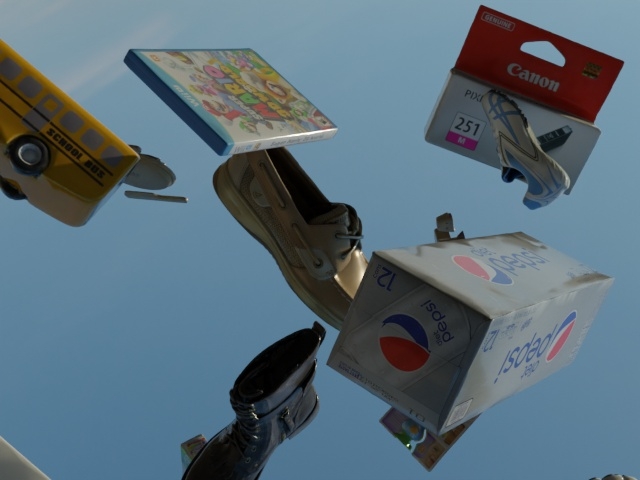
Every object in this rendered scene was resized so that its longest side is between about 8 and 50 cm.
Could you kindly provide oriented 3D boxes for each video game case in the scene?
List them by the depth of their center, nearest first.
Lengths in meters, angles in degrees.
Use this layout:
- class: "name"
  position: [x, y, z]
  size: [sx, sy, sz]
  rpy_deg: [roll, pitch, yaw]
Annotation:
- class: "video game case"
  position: [-0.069, -0.120, 0.820]
  size: [0.166, 0.119, 0.015]
  rpy_deg: [-18, 148, -57]

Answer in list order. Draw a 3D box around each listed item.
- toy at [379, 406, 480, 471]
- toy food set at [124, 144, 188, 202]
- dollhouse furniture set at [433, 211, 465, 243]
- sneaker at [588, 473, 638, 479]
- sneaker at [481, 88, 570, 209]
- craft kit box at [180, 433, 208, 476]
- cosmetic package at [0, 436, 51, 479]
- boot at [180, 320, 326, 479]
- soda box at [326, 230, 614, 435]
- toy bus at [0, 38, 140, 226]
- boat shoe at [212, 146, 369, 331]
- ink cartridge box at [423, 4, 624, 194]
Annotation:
- class: "toy"
  position: [0.203, 0.237, 1.584]
  size: [0.237, 0.056, 0.137]
  rpy_deg: [-50, -134, 1]
- class: "toy food set"
  position: [-0.285, -0.119, 1.520]
  size: [0.132, 0.192, 0.038]
  rpy_deg: [7, -111, 19]
- class: "dollhouse furniture set"
  position: [0.195, -0.013, 1.313]
  size: [0.081, 0.091, 0.114]
  rpy_deg: [-9, -158, 4]
- class: "sneaker"
  position: [0.317, 0.299, 0.923]
  size: [0.279, 0.107, 0.118]
  rpy_deg: [7, -144, -17]
- class: "sneaker"
  position: [0.303, -0.148, 1.542]
  size: [0.086, 0.085, 0.237]
  rpy_deg: [-34, -129, 12]
- class: "craft kit box"
  position: [-0.190, 0.546, 1.926]
  size: [0.061, 0.246, 0.250]
  rpy_deg: [-25, -129, -27]
- class: "cosmetic package"
  position: [-0.447, 0.356, 1.319]
  size: [0.156, 0.385, 0.217]
  rpy_deg: [-48, -166, -24]
- class: "boot"
  position: [-0.092, 0.224, 1.238]
  size: [0.091, 0.229, 0.263]
  rpy_deg: [39, -109, 18]
- class: "soda box"
  position: [0.127, 0.058, 0.753]
  size: [0.098, 0.091, 0.286]
  rpy_deg: [29, -162, 26]
- class: "toy bus"
  position: [-0.406, -0.160, 1.264]
  size: [0.130, 0.333, 0.108]
  rpy_deg: [-54, -171, -30]
- class: "boat shoe"
  position: [0.000, 0.000, 1.355]
  size: [0.110, 0.341, 0.121]
  rpy_deg: [-41, -173, 31]
- class: "ink cartridge box"
  position: [0.346, -0.234, 1.661]
  size: [0.275, 0.239, 0.060]
  rpy_deg: [20, -157, -5]
